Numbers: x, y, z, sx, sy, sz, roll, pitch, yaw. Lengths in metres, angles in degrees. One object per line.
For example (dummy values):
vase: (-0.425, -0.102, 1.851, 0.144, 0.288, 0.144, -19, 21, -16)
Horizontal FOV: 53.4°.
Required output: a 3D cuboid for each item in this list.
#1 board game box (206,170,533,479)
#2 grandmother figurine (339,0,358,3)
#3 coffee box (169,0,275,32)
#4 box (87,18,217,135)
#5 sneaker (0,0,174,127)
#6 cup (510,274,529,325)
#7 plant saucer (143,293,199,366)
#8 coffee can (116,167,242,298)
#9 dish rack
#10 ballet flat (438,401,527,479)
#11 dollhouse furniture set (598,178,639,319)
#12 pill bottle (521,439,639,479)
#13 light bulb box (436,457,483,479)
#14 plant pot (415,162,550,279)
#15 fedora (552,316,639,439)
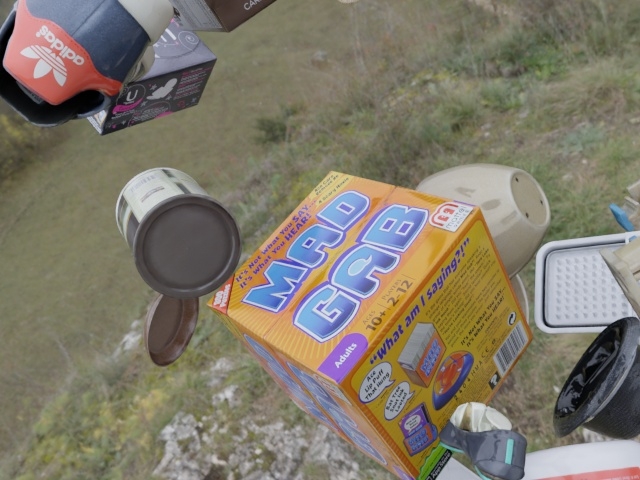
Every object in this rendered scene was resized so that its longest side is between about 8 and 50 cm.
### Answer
board game box: (0.098, 0.146, 1.146, 0.356, 0.356, 0.356, 21, 62, 47)
grandmother figurine: (0.033, -0.592, 1.087, 0.104, 0.342, 0.208, -28, 44, -17)
coffee box: (-0.118, -0.336, 0.784, 0.141, 0.098, 0.246, -39, 29, -8)
box: (-0.356, -0.338, 1.239, 0.247, 0.163, 0.142, -32, -12, -43)
sneaker: (-0.249, -0.182, 0.627, 0.148, 0.131, 0.350, -52, 18, -7)
cup: (0.392, 0.207, 1.814, 0.237, 0.331, 0.331, -15, 36, 57)
plant saucer: (-0.340, 0.182, 1.425, 0.036, 0.198, 0.198, 13, 55, 18)
coffee can: (-0.293, -0.025, 1.286, 0.201, 0.201, 0.275, -41, 28, -7)
dish rack: (0.763, 0.127, 1.740, 0.333, 0.072, 0.285, -8, 60, 34)
ballet flat: (0.191, 0.229, 0.749, 0.074, 0.074, 0.203, -41, -2, -6)
dollhouse furniture set: (0.439, 0.020, 0.829, 0.129, 0.129, 0.184, -33, 15, 12)
pill bottle: (0.360, 0.425, 0.793, 0.181, 0.181, 0.323, -18, 64, 24)
light bulb box: (0.298, 0.726, 1.374, 0.358, 0.361, 0.225, -46, 45, -15)
plant pot: (0.358, -0.047, 1.321, 0.191, 0.284, 0.284, -30, 30, 45)
fedora: (0.671, 0.337, 1.435, 0.152, 0.334, 0.334, 31, 66, 10)
